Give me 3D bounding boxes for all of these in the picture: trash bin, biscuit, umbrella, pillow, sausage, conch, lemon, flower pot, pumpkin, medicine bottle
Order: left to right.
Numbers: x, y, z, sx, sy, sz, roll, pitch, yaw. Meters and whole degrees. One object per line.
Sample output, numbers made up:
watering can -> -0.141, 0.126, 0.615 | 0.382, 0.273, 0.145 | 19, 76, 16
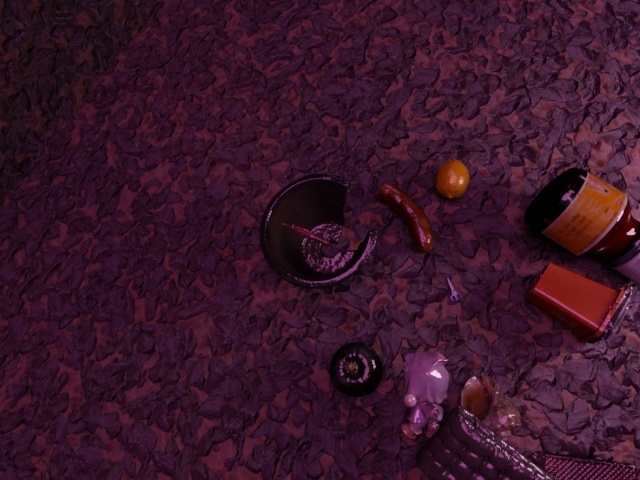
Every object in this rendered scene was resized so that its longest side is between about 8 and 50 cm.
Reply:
umbrella -> -0.044, -0.020, 1.287 | 0.165, 0.025, 0.027 | 24, 60, 15
flower pot -> 0.000, 0.000, 1.414 | 0.380, 0.251, 0.379 | -3, 73, 9
pumpkin -> 0.111, 0.406, 1.320 | 0.167, 0.125, 0.167 | 0, 89, 5
sausage -> 0.306, -0.091, 1.482 | 0.103, 0.076, 0.302 | -37, 67, 5
lemon -> 0.463, -0.215, 1.475 | 0.114, 0.114, 0.155 | 13, 72, 15
pillow -> 0.444, 0.632, 1.132 | 0.326, 0.101, 0.228 | 34, 108, 14
conch -> 0.484, 0.479, 1.219 | 0.156, 0.130, 0.207 | 5, 51, -14
trash bin -> 0.766, 0.170, 1.261 | 0.239, 0.161, 0.184 | 35, 80, 23
biscuit -> 0.720, 0.648, 1.148 | 0.252, 0.070, 0.106 | 3, 71, 12
medicine bottle -> 0.862, -0.033, 1.283 | 0.395, 0.242, 0.242 | 34, 80, 5

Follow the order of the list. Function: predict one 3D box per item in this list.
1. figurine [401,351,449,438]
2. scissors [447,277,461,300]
figurine -> 0.308, 0.454, 1.238 | 0.133, 0.200, 0.275 | 4, 100, 29
scissors -> 0.440, 0.162, 1.404 | 0.036, 0.006, 0.083 | -21, 69, 5
